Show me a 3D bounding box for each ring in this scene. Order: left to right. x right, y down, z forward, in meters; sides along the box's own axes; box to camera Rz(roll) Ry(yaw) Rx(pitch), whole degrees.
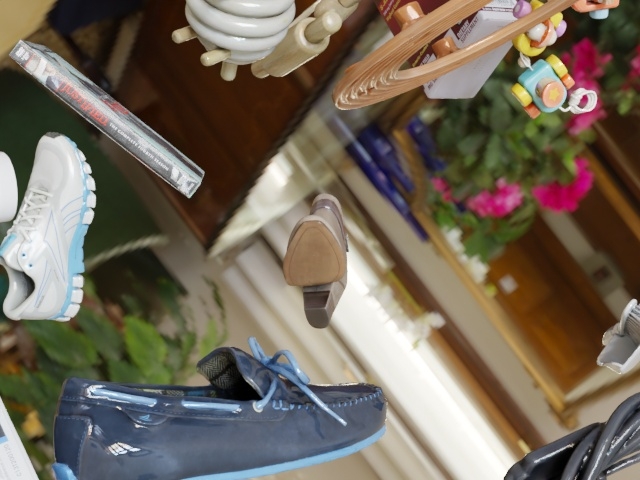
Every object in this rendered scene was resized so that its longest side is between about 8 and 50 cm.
[{"bbox_3d":[0.155,-0.203,1.034,0.337,0.032,0.336,-27,178,-1],"label":"ring"}]

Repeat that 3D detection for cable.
[{"bbox_3d":[0.182,0.148,0.609,0.184,0.150,0.047,-19,144,-15],"label":"cable"}]

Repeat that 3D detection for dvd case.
[{"bbox_3d":[-0.115,-0.068,0.682,0.013,0.119,0.087,-52,-173,3],"label":"dvd case"}]

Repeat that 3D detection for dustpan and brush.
[{"bbox_3d":[0.364,0.104,1.441,0.147,0.060,0.211,-49,160,-11],"label":"dustpan and brush"}]

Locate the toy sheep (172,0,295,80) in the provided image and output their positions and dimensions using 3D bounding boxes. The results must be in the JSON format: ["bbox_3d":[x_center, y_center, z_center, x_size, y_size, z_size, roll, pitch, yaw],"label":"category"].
[{"bbox_3d":[-0.061,-0.173,0.906,0.091,0.091,0.132,-33,155,-41],"label":"toy sheep"}]

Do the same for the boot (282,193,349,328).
[{"bbox_3d":[0.000,0.000,0.851,0.118,0.042,0.087,90,6,-46],"label":"boot"}]

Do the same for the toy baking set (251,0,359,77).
[{"bbox_3d":[0.025,-0.203,1.036,0.197,0.030,0.256,-44,-169,-25],"label":"toy baking set"}]

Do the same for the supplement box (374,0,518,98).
[{"bbox_3d":[0.129,-0.293,1.405,0.073,0.239,0.130,-5,146,-34],"label":"supplement box"}]

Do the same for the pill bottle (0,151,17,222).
[{"bbox_3d":[-0.379,-0.043,1.159,0.169,0.094,0.094,-8,159,-31],"label":"pill bottle"}]

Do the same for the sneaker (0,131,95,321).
[{"bbox_3d":[-0.270,-0.008,1.179,0.071,0.190,0.083,14,-165,39],"label":"sneaker"}]

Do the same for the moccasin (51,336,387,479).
[{"bbox_3d":[-0.074,0.151,1.111,0.342,0.116,0.138,-4,179,-41],"label":"moccasin"}]

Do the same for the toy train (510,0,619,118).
[{"bbox_3d":[0.256,-0.196,1.246,0.125,0.166,0.046,-6,-151,-15],"label":"toy train"}]

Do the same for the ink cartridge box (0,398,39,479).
[{"bbox_3d":[-0.285,0.231,1.054,0.045,0.206,0.208,-20,162,-32],"label":"ink cartridge box"}]
